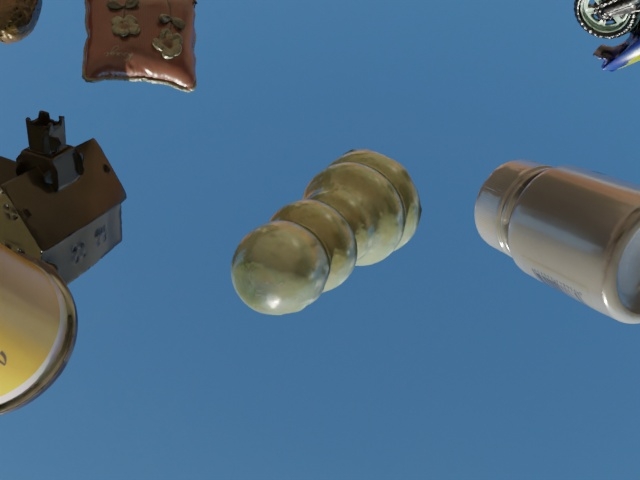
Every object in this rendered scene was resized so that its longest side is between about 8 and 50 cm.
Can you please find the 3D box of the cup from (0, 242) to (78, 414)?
[{"bbox_3d":[-0.376,0.070,0.778,0.197,0.279,0.196,0,-112,0],"label":"cup"}]

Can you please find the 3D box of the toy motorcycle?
[{"bbox_3d":[0.473,-0.324,0.972,0.169,0.315,0.113,48,-123,-10],"label":"toy motorcycle"}]

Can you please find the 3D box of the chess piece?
[{"bbox_3d":[0.000,0.000,0.801,0.133,0.133,0.243,34,-142,14],"label":"chess piece"}]

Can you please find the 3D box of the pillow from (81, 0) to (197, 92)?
[{"bbox_3d":[-0.286,-0.327,1.204,0.179,0.075,0.171,1,-102,-15],"label":"pillow"}]

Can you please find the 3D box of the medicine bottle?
[{"bbox_3d":[0.432,-0.017,1.276,0.208,0.208,0.340,-32,-150,-13],"label":"medicine bottle"}]

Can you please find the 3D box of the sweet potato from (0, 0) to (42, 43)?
[{"bbox_3d":[-0.449,-0.405,1.177,0.081,0.062,0.232,22,-105,11],"label":"sweet potato"}]

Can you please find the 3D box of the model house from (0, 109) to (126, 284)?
[{"bbox_3d":[-0.441,-0.088,1.186,0.205,0.243,0.211,18,-147,16],"label":"model house"}]
